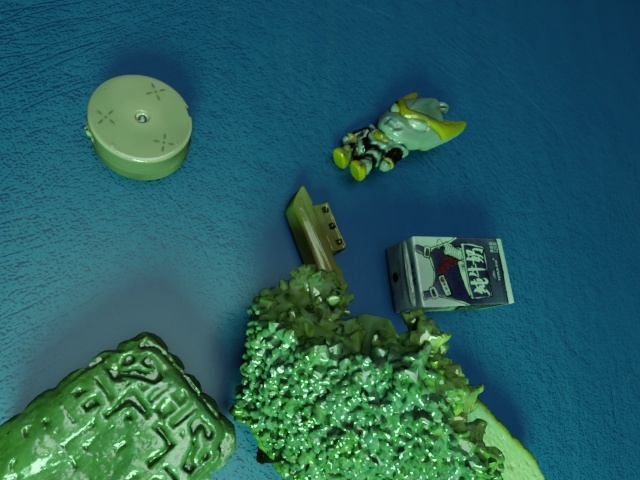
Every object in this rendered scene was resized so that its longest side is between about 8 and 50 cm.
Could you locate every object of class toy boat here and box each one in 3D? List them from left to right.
[{"bbox_3d":[0.000,0.000,0.727,0.077,0.057,0.200,-16,81,-34],"label":"toy boat"}]

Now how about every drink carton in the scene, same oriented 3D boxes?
[{"bbox_3d":[0.250,0.068,0.794,0.222,0.102,0.134,1,75,-22],"label":"drink carton"}]

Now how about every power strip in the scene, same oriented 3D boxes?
[{"bbox_3d":[-0.285,-0.176,0.641,0.154,0.078,0.154,6,74,-22],"label":"power strip"}]

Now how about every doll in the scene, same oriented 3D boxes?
[{"bbox_3d":[0.163,-0.230,0.853,0.316,0.145,0.103,-36,127,-23],"label":"doll"}]

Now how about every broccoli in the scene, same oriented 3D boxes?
[{"bbox_3d":[0.043,0.203,0.561,0.338,0.317,0.277,-2,115,-10],"label":"broccoli"}]

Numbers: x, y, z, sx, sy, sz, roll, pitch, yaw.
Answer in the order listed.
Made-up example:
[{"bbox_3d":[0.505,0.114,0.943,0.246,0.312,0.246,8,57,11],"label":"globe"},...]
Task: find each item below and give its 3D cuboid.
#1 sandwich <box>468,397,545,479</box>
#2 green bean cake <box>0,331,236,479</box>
[{"bbox_3d":[0.241,0.424,0.676,0.249,0.095,0.273,46,62,-4],"label":"sandwich"},{"bbox_3d":[-0.244,0.255,0.500,0.227,0.125,0.222,-40,91,-24],"label":"green bean cake"}]
